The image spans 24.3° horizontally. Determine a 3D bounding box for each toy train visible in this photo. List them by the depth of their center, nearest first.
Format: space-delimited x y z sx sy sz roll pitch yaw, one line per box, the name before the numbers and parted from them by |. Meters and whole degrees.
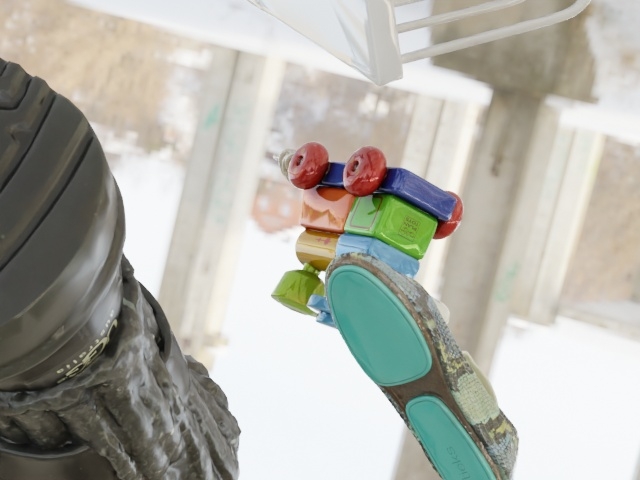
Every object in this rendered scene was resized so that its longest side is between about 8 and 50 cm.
toy train | 0.000 0.000 1.252 0.105 0.143 0.248 28 171 -30

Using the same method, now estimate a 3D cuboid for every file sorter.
file sorter | 0.049 -0.254 1.046 0.173 0.193 0.277 -17 -154 -16

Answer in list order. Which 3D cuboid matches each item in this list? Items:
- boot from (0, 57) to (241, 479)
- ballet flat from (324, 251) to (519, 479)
boot | -0.191 -0.011 0.589 0.348 0.131 0.260 38 164 20
ballet flat | 0.066 0.076 0.915 0.070 0.188 0.070 -26 -162 9
